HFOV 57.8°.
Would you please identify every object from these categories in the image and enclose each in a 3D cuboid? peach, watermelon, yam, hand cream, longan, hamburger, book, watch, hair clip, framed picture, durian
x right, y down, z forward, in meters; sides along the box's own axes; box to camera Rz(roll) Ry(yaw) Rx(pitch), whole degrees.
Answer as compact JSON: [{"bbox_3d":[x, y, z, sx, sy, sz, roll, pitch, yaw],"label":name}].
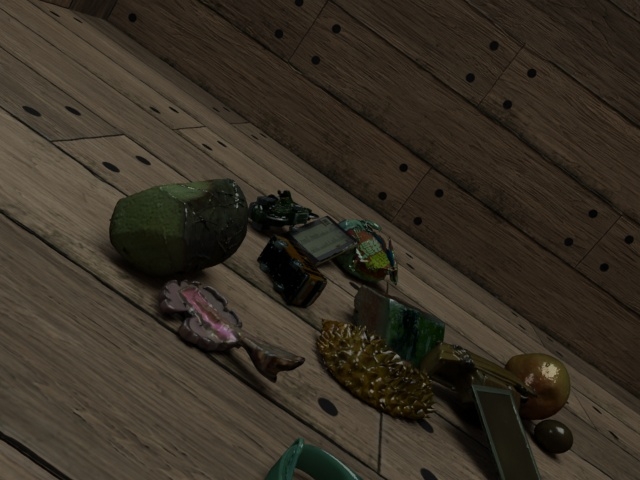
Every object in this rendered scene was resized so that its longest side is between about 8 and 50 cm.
[{"bbox_3d":[0.648,0.452,1.786,0.233,0.232,0.232,33,15,-10],"label":"peach"},{"bbox_3d":[0.215,0.227,1.616,0.264,0.151,0.302,21,21,-42],"label":"watermelon"},{"bbox_3d":[-0.286,-0.027,1.210,0.271,0.203,0.201,3,71,-72],"label":"yam"},{"bbox_3d":[0.442,0.485,1.562,0.163,0.039,0.062,32,12,-36],"label":"hand cream"},{"bbox_3d":[0.686,0.576,1.709,0.114,0.092,0.113,18,1,0],"label":"longan"},{"bbox_3d":[0.146,0.054,2.072,0.261,0.150,0.275,0,49,-36],"label":"hamburger"},{"bbox_3d":[0.000,0.001,1.909,0.157,0.026,0.231,41,41,24],"label":"book"},{"bbox_3d":[0.006,0.392,0.820,0.195,0.068,0.237,25,22,-29],"label":"watch"},{"bbox_3d":[-0.169,0.173,1.086,0.301,0.069,0.173,30,11,20],"label":"hair clip"},{"bbox_3d":[0.451,0.487,1.396,0.217,0.017,0.274,22,46,-42],"label":"framed picture"},{"bbox_3d":[0.141,0.295,1.322,0.341,0.112,0.191,37,12,-3],"label":"durian"}]

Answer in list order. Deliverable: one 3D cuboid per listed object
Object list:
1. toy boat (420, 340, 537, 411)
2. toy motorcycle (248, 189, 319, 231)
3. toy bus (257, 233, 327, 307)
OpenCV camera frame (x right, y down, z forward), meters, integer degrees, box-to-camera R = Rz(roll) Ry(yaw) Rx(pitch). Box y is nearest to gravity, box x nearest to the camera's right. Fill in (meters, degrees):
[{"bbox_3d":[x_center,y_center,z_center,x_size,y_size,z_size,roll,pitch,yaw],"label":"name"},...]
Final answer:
[{"bbox_3d":[0.422,0.392,1.564,0.446,0.136,0.162,30,21,-33],"label":"toy boat"},{"bbox_3d":[-0.136,-0.095,1.872,0.187,0.124,0.275,19,13,27],"label":"toy motorcycle"},{"bbox_3d":[-0.073,0.083,1.532,0.114,0.098,0.201,22,19,-42],"label":"toy bus"}]
